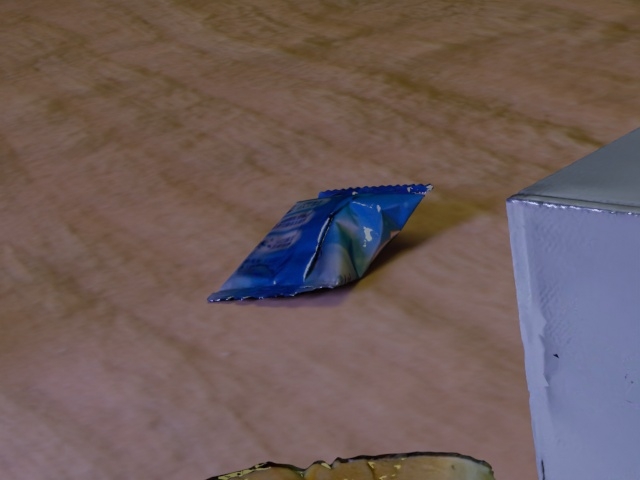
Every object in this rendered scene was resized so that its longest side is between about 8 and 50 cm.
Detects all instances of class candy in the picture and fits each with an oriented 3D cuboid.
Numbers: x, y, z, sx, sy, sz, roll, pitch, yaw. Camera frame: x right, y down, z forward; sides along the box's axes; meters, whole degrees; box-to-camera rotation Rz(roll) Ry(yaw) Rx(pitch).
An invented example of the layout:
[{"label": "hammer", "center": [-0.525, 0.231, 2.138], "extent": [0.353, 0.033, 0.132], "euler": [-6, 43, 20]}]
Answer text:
[{"label": "candy", "center": [0.001, 0.000, 1.198], "extent": [0.088, 0.038, 0.136], "euler": [0, 29, 35]}]

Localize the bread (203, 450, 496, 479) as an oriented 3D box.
[{"label": "bread", "center": [0.001, 0.130, 0.723], "extent": [0.157, 0.083, 0.094], "euler": [-14, 21, -11]}]

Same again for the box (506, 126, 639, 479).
[{"label": "box", "center": [0.137, 0.078, 0.589], "extent": [0.086, 0.225, 0.129], "euler": [9, 25, 41]}]
